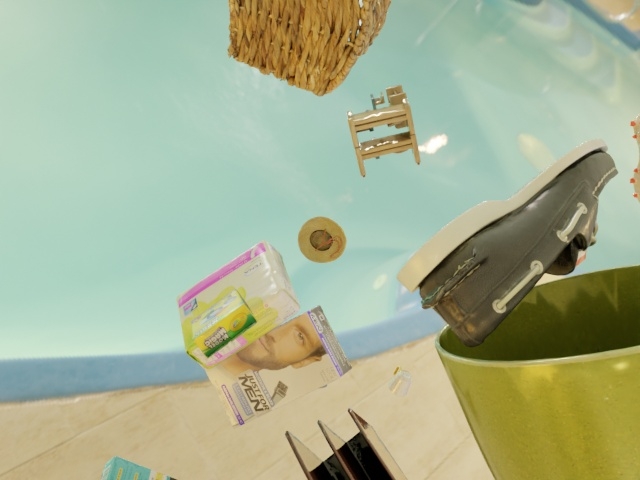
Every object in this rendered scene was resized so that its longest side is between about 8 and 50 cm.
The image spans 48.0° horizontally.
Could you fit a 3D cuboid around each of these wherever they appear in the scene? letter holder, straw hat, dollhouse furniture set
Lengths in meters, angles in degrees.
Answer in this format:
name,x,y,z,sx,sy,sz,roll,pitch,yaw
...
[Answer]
name,x,y,z,sx,sy,sz,roll,pitch,yaw
letter holder,0.076,0.502,1.531,0.214,0.152,0.302,50,0,-40
straw hat,0.000,0.000,2.105,0.144,0.144,0.061,39,-5,-8
dollhouse furniture set,0.132,-0.236,1.537,0.184,0.129,0.129,-89,166,-65

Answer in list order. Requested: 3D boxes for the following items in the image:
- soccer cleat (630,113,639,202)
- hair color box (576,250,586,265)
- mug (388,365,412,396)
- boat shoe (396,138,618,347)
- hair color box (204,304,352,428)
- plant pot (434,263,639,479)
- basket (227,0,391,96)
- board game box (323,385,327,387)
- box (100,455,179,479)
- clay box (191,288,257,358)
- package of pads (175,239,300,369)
name,x,y,z,sx,sy,sz,roll,pitch,yaw
soccer cleat,0.679,-0.166,1.467,0.076,0.068,0.196,-10,102,-17
hair color box,0.557,-0.014,1.732,0.053,0.093,0.167,-29,41,-36
mug,0.235,0.412,2.131,0.062,0.064,0.078,-11,45,-45
boat shoe,0.194,-0.003,0.655,0.302,0.114,0.091,-31,75,-32
hair color box,-0.112,0.324,1.842,0.185,0.339,0.110,62,19,6
plant pot,0.270,0.194,0.617,0.275,0.274,0.294,-21,96,-50
basket,0.011,-0.388,1.008,0.213,0.299,0.223,23,53,9
board game box,-0.033,0.370,2.174,0.133,0.169,0.033,15,38,26
box,-0.387,0.592,1.656,0.244,0.060,0.100,29,40,-21
clay box,-0.206,0.173,1.519,0.053,0.127,0.222,55,-7,-10
package of pads,-0.208,0.158,1.780,0.101,0.296,0.229,52,7,-37
